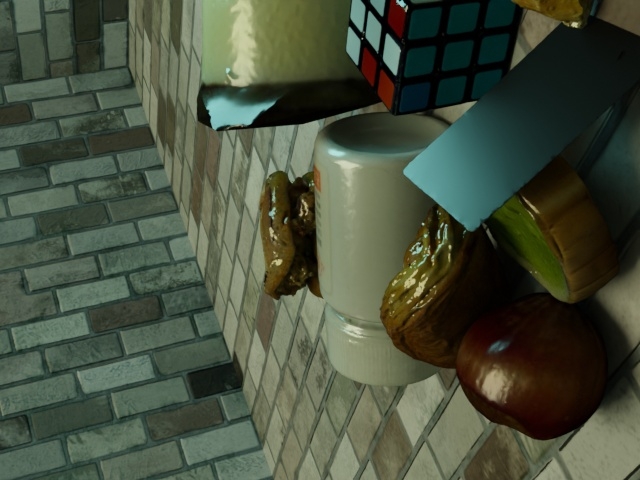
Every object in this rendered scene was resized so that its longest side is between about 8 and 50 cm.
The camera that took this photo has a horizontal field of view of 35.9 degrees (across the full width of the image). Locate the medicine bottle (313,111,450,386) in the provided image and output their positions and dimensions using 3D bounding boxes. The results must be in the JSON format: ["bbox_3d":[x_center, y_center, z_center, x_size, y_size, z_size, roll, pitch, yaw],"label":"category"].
[{"bbox_3d":[0.099,0.013,1.465,0.211,0.211,0.371,-133,36,-56],"label":"medicine bottle"}]

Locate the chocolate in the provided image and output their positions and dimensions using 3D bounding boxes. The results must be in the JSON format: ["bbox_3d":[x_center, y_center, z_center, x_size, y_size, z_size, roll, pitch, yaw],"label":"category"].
[{"bbox_3d":[-0.051,-0.330,1.500,0.314,0.326,0.297,-142,38,-77],"label":"chocolate"}]

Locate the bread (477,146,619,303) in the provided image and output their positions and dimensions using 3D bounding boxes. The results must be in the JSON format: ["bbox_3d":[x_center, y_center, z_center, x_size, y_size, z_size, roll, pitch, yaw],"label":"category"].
[{"bbox_3d":[0.241,-0.032,1.115,0.236,0.070,0.236,55,177,4],"label":"bread"}]

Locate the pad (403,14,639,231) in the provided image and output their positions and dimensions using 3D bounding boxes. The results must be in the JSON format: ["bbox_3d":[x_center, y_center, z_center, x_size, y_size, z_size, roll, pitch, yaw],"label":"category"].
[{"bbox_3d":[0.217,-0.129,1.032,0.009,0.265,0.159,45,-177,-35],"label":"pad"}]

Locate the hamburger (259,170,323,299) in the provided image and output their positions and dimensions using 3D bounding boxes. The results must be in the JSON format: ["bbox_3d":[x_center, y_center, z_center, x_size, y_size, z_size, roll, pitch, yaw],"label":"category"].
[{"bbox_3d":[-0.010,0.000,1.765,0.245,0.211,0.260,-165,70,-77],"label":"hamburger"}]

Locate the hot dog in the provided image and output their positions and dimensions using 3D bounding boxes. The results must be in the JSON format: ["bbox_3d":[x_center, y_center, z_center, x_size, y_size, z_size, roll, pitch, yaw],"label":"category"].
[{"bbox_3d":[0.162,0.058,1.259,0.122,0.196,0.272,23,168,32],"label":"hot dog"}]

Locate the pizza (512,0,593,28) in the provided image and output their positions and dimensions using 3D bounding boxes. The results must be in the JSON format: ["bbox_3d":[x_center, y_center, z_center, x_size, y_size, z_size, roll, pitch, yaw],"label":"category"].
[{"bbox_3d":[0.204,-0.372,0.961,0.280,0.075,0.287,36,145,5],"label":"pizza"}]

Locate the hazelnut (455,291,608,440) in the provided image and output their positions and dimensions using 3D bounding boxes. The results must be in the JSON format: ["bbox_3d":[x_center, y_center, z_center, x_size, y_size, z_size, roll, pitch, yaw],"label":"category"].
[{"bbox_3d":[0.253,0.142,1.184,0.204,0.178,0.178,-25,-75,-76],"label":"hazelnut"}]

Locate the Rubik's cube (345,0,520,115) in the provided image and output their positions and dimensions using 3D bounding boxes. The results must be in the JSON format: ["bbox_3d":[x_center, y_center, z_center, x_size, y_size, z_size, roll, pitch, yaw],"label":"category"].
[{"bbox_3d":[0.138,-0.274,1.245,0.162,0.161,0.163,96,155,-44],"label":"Rubik's cube"}]
